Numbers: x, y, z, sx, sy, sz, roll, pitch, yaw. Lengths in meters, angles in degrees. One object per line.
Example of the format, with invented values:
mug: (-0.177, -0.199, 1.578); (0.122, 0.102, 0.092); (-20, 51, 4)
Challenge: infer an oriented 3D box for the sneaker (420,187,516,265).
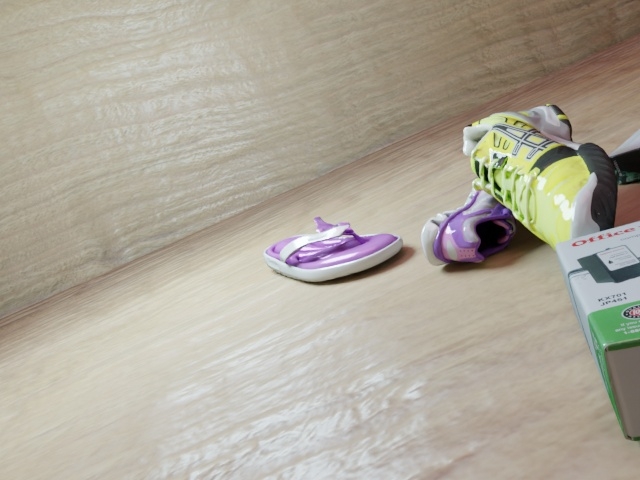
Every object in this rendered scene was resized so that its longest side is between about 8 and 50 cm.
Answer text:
sneaker: (0.270, -0.033, 0.806); (0.236, 0.095, 0.104); (-36, 25, -27)

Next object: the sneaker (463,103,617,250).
sneaker: (0.287, -0.078, 0.704); (0.147, 0.145, 0.385); (-4, 26, 10)

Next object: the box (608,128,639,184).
box: (0.631, -0.187, 0.751); (0.232, 0.058, 0.322); (-33, 7, -29)

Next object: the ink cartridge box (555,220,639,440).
ink cartridge box: (0.296, 0.053, 0.422); (0.153, 0.087, 0.208); (-18, 14, 20)

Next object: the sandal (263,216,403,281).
sandal: (-0.011, 0.007, 1.065); (0.169, 0.102, 0.416); (-33, 17, -33)
